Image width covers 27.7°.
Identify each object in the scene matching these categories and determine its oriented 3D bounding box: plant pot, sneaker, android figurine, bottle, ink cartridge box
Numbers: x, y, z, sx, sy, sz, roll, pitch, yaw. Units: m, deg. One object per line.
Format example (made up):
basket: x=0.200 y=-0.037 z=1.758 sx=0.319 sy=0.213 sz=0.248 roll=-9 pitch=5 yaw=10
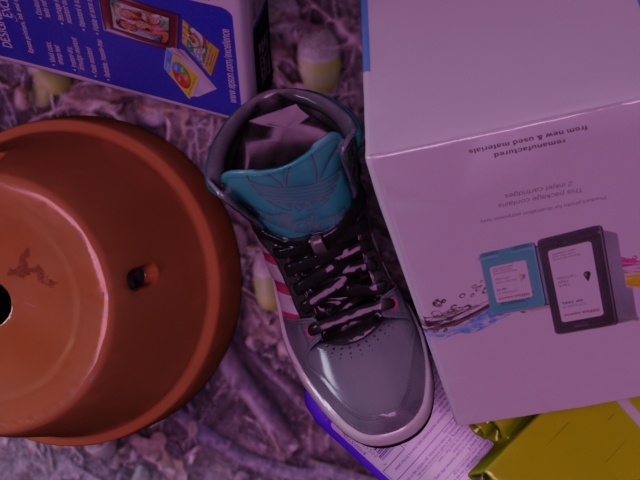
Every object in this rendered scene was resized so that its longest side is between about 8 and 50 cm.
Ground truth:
plant pot: x=-0.231 y=0.040 z=1.066 sx=0.290 sy=0.203 sz=0.291 roll=1 pitch=94 yaw=12
sneaker: x=0.000 y=0.000 z=0.976 sx=0.123 sy=0.178 sz=0.296 roll=-24 pitch=62 yaw=2
android figurine: x=0.229 y=0.183 z=1.006 sx=0.248 sy=0.056 sz=0.273 roll=46 pitch=69 yaw=1
bottle: x=0.121 y=0.182 z=1.064 sx=0.283 sy=0.092 sz=0.118 roll=41 pitch=94 yaw=5
ink cartridge box: x=0.156 y=-0.038 z=0.929 sx=0.197 sy=0.198 sz=0.270 roll=-12 pitch=131 yaw=11
ink cartridge box: x=-0.193 y=-0.233 z=1.004 sx=0.307 sy=0.304 sz=0.072 roll=16 pitch=62 yaw=9
